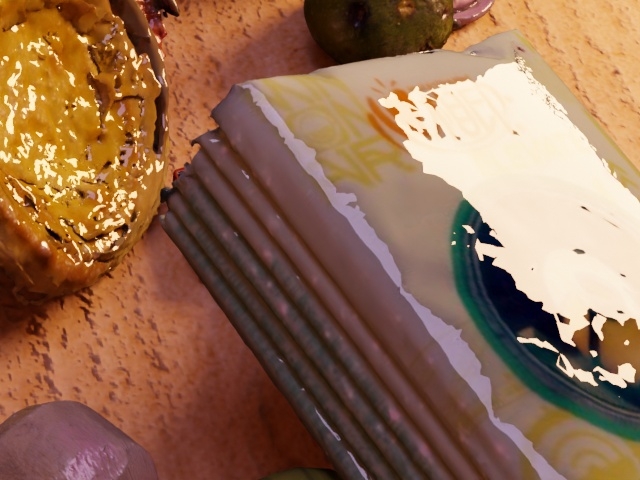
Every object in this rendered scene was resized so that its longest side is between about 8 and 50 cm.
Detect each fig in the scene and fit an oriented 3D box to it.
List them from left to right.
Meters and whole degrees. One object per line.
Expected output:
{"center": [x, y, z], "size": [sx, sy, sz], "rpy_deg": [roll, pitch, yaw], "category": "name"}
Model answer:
{"center": [0.039, -0.199, 1.522], "size": [0.123, 0.123, 0.156], "rpy_deg": [-12, 7, -21], "category": "fig"}

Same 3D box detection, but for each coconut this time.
{"center": [-0.148, 0.162, 1.085], "size": [0.110, 0.110, 0.124], "rpy_deg": [-27, 50, -33], "category": "coconut"}

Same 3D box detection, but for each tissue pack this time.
{"center": [0.122, 0.064, 1.090], "size": [0.287, 0.162, 0.388], "rpy_deg": [-15, 60, -45], "category": "tissue pack"}

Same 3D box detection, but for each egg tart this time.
{"center": [-0.215, -0.085, 1.269], "size": [0.107, 0.291, 0.291], "rpy_deg": [-10, 33, 31], "category": "egg tart"}

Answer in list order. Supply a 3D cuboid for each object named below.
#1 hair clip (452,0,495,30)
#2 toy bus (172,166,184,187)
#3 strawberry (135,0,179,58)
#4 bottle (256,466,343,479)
{"center": [0.082, -0.319, 1.686], "size": [0.110, 0.095, 0.358], "rpy_deg": [26, 42, -30], "category": "hair clip"}
{"center": [-0.083, -0.014, 1.337], "size": [0.043, 0.031, 0.110], "rpy_deg": [-7, 42, -13], "category": "toy bus"}
{"center": [-0.236, -0.152, 1.424], "size": [0.236, 0.107, 0.175], "rpy_deg": [-22, 88, -26], "category": "strawberry"}
{"center": [0.022, 0.252, 0.997], "size": [0.112, 0.112, 0.260], "rpy_deg": [-11, 46, -20], "category": "bottle"}
